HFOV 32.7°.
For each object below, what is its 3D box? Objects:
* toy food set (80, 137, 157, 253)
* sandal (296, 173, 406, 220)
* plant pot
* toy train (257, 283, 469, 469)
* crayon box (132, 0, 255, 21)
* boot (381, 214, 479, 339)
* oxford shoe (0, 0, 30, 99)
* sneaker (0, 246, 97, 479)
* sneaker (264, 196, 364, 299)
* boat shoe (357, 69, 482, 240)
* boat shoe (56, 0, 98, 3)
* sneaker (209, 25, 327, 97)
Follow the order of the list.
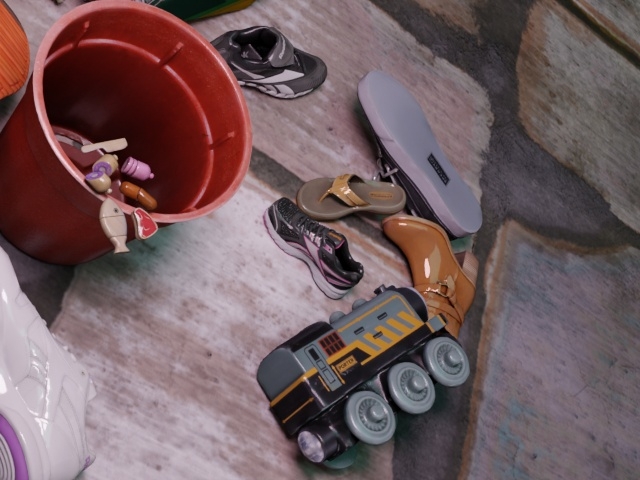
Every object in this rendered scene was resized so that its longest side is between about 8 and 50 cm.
[{"bbox_3d":[-0.203,-0.051,1.146,0.078,0.019,0.122,-18,82,-41],"label":"toy food set"},{"bbox_3d":[0.050,-0.073,1.666,0.180,0.049,0.072,-1,60,-17],"label":"sandal"},{"bbox_3d":[-0.267,-0.104,1.312,0.272,0.265,0.273,17,61,-32],"label":"plant pot"},{"bbox_3d":[0.067,0.181,1.540,0.334,0.142,0.190,-28,79,-42],"label":"toy train"},{"bbox_3d":[-0.251,-0.492,1.560,0.363,0.106,0.313,60,33,0],"label":"crayon box"},{"bbox_3d":[0.163,0.059,1.706,0.197,0.073,0.152,30,61,-19],"label":"boot"},{"bbox_3d":[-0.455,-0.186,1.300,0.130,0.132,0.364,56,25,-28],"label":"oxford shoe"},{"bbox_3d":[-0.348,0.143,1.265,0.152,0.114,0.305,-7,79,-54],"label":"sneaker"},{"bbox_3d":[0.000,0.000,1.598,0.178,0.077,0.072,45,49,-12],"label":"sneaker"},{"bbox_3d":[0.137,-0.126,1.743,0.306,0.105,0.113,51,45,-17],"label":"boat shoe"},{"bbox_3d":[-0.357,-0.361,1.492,0.190,0.068,0.072,3,80,-37],"label":"boat shoe"},{"bbox_3d":[-0.070,-0.272,1.643,0.234,0.106,0.078,2,70,-37],"label":"sneaker"}]
